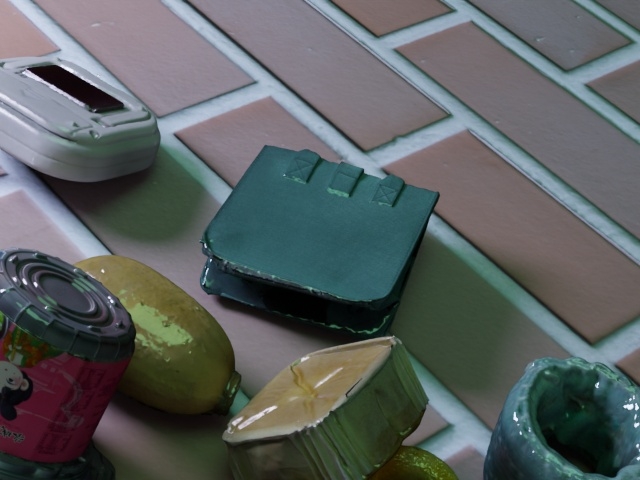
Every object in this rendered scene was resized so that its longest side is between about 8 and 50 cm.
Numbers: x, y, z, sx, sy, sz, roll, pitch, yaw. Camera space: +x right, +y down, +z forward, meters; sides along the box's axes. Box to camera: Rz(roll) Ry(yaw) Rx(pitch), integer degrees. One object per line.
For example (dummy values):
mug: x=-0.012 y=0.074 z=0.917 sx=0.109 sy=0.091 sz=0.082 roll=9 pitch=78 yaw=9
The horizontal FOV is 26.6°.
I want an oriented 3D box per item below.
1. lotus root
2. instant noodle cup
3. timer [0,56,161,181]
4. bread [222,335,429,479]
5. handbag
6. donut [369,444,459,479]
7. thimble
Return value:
lotus root: x=-0.222 y=0.105 z=1.597 sx=0.303 sy=0.131 sz=0.146 roll=29 pitch=43 yaw=18
instant noodle cup: x=-0.311 y=0.124 z=1.440 sx=0.302 sy=0.182 sz=0.258 roll=28 pitch=15 yaw=-20
timer: x=-0.361 y=-0.174 z=1.860 sx=0.262 sy=0.087 sz=0.237 roll=30 pitch=26 yaw=20
bread: x=0.007 y=0.205 z=1.498 sx=0.192 sy=0.209 sz=0.110 roll=-42 pitch=106 yaw=-43
handbag: x=-0.001 y=0.005 z=1.794 sx=0.268 sy=0.100 sz=0.274 roll=15 pitch=41 yaw=8
donut: x=0.090 y=0.290 z=1.528 sx=0.151 sy=0.058 sz=0.152 roll=9 pitch=41 yaw=-8
thimble: x=0.288 y=0.246 z=1.559 sx=0.198 sy=0.143 sz=0.235 roll=-5 pitch=43 yaw=-19
